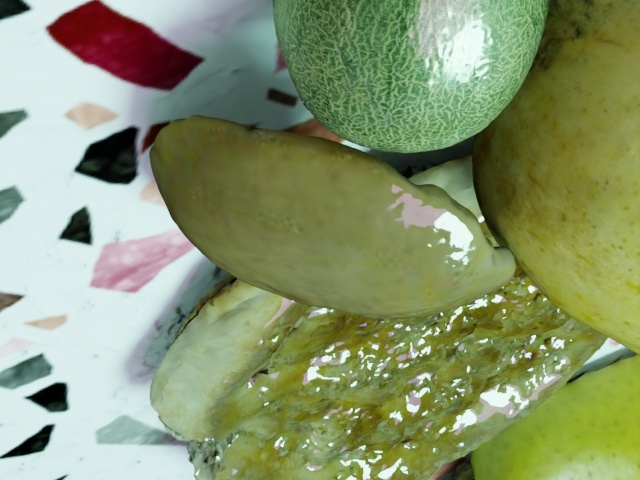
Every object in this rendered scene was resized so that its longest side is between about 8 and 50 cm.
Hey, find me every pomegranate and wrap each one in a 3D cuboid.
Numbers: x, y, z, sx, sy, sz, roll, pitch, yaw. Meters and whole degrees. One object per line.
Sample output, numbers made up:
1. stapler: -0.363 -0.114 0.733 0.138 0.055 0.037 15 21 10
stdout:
1. pomegranate: 0.209 -0.062 1.008 0.260 0.260 0.260 -19 147 -13

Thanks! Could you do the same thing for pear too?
1. pear: 0.293 0.251 1.569 0.386 0.191 0.340 -5 143 -31

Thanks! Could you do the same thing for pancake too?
1. pancake: 0.061 0.069 1.251 0.382 0.071 0.382 -20 147 -13

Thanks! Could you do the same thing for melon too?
1. melon: 0.044 -0.118 0.904 0.139 0.139 0.192 -17 144 -16

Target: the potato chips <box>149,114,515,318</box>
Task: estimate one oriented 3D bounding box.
1. potato chips: -0.001 0.000 0.998 0.208 0.062 0.195 26 162 -9
